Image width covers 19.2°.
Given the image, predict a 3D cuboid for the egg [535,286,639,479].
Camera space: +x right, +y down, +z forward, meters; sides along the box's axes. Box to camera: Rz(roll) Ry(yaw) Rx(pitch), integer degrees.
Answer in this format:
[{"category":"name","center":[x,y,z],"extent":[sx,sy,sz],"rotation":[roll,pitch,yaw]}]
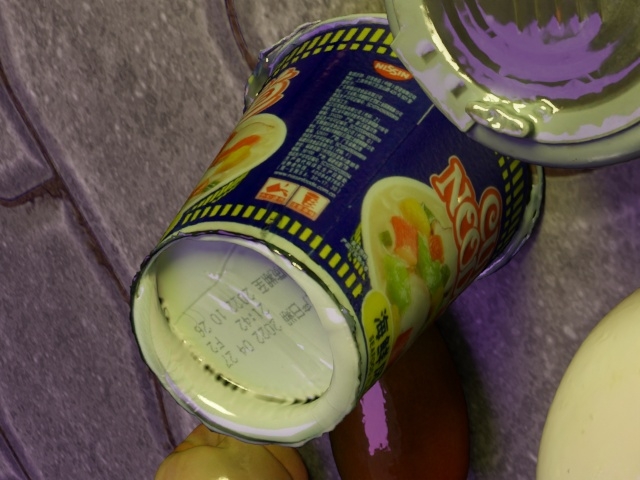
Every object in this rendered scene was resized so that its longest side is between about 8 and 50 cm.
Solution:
[{"category":"egg","center":[0.300,0.165,1.372],"extent":[0.283,0.283,0.345],"rotation":[30,127,37]}]

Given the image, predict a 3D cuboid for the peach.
[{"category":"peach","center":[-0.099,0.289,2.116],"extent":[0.184,0.184,0.184],"rotation":[34,141,32]}]

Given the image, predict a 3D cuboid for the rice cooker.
[{"category":"rice cooker","center":[0.191,-0.176,1.214],"extent":[0.264,0.316,0.317],"rotation":[48,147,11]}]

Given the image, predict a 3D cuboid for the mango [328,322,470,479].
[{"category":"mango","center":[0.068,0.147,1.807],"extent":[0.146,0.129,0.289],"rotation":[25,133,55]}]

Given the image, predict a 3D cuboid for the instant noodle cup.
[{"category":"instant noodle cup","center":[0.000,0.000,1.525],"extent":[0.284,0.312,0.284],"rotation":[13,125,20]}]
